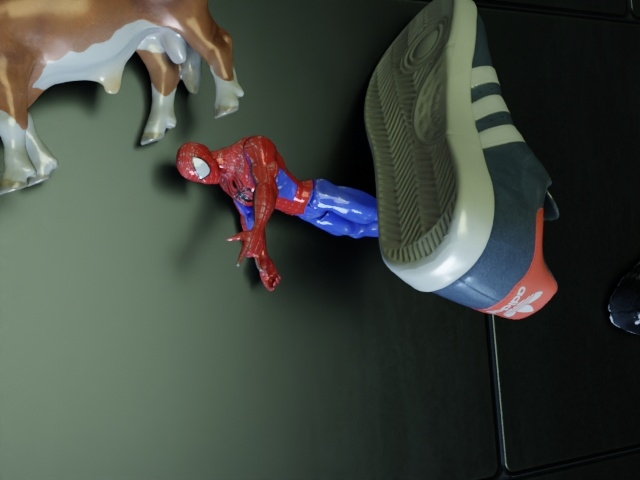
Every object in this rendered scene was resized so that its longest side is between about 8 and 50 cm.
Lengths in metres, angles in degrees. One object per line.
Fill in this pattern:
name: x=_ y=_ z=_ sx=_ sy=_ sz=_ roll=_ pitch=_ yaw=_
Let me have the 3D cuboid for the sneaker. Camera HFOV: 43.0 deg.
sneaker: x=0.131 y=-0.078 z=0.717 sx=0.148 sy=0.131 sz=0.350 roll=29 pitch=45 yaw=-26

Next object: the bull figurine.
bull figurine: x=-0.210 y=-0.146 z=0.614 sx=0.310 sy=0.101 sz=0.189 roll=-24 pitch=100 yaw=-24

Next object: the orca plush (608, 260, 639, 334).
orca plush: x=0.471 y=0.056 z=0.937 sx=0.287 sy=0.102 sz=0.151 roll=5 pitch=83 yaw=-27

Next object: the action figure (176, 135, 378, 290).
action figure: x=0.000 y=0.000 z=0.704 sx=0.280 sy=0.091 sz=0.139 roll=21 pitch=61 yaw=-24
